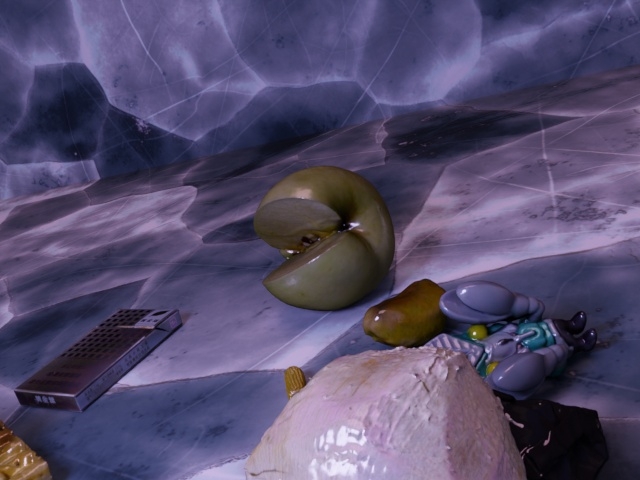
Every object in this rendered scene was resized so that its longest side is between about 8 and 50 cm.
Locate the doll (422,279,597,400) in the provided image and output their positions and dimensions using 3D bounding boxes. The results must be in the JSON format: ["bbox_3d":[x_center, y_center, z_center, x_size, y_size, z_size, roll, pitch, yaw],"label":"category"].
[{"bbox_3d":[0.274,0.141,1.230,0.258,0.153,0.195,-33,53,-28],"label":"doll"}]

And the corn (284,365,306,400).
[{"bbox_3d":[-0.042,0.244,1.381,0.037,0.037,0.092,-17,19,0],"label":"corn"}]

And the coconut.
[{"bbox_3d":[0.069,0.274,0.865,0.297,0.297,0.254,-5,15,28],"label":"coconut"}]

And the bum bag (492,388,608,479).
[{"bbox_3d":[0.212,0.239,1.040,0.310,0.074,0.137,11,37,6],"label":"bum bag"}]

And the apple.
[{"bbox_3d":[0.000,0.000,1.640,0.292,0.292,0.254,-33,2,-37],"label":"apple"}]

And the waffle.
[{"bbox_3d":[-0.564,0.394,1.368,0.168,0.057,0.274,-31,24,-32],"label":"waffle"}]

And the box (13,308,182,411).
[{"bbox_3d":[-0.452,0.238,1.705,0.180,0.047,0.325,-3,25,32],"label":"box"}]

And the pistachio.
[{"bbox_3d":[0.156,0.137,1.431,0.110,0.100,0.189,30,35,34],"label":"pistachio"}]
